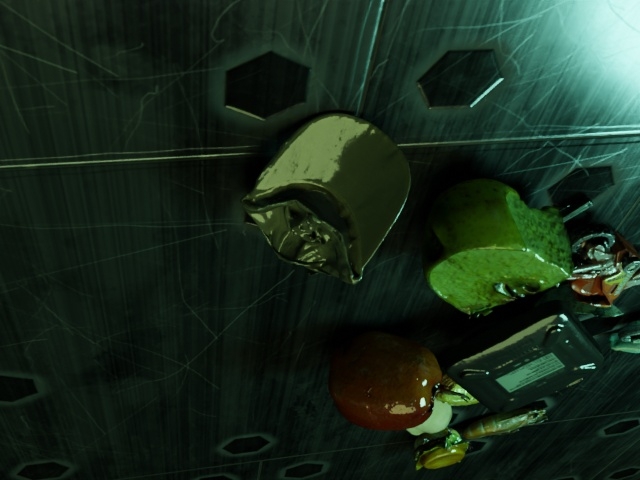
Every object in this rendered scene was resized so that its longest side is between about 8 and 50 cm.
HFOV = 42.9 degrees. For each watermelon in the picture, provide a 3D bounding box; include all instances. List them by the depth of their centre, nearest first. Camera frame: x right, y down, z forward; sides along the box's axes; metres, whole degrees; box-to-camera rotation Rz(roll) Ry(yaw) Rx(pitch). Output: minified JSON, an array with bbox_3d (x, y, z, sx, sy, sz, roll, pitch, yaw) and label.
[{"bbox_3d":[0.550,0.131,1.747,0.180,0.081,0.094,6,162,1],"label":"watermelon"}]

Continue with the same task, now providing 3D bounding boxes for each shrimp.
[{"bbox_3d":[0.528,0.531,2.345,0.249,0.067,0.150,-18,159,18],"label":"shrimp"}]

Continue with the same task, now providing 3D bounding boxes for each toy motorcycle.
[{"bbox_3d":[0.548,0.055,1.606,0.171,0.089,0.298,-33,141,30],"label":"toy motorcycle"},{"bbox_3d":[0.846,0.220,1.955,0.297,0.109,0.198,-2,158,-4],"label":"toy motorcycle"}]

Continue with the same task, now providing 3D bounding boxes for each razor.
[{"bbox_3d":[0.413,-0.023,1.497,0.190,0.033,0.066,-32,143,26],"label":"razor"}]

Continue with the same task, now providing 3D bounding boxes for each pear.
[{"bbox_3d":[0.260,0.003,1.382,0.256,0.163,0.238,23,143,-35],"label":"pear"}]

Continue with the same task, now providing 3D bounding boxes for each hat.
[{"bbox_3d":[0.014,-0.063,1.234,0.214,0.149,0.244,38,91,-6],"label":"hat"}]

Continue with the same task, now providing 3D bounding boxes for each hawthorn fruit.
[{"bbox_3d":[0.166,0.301,1.716,0.299,0.211,0.211,5,152,21],"label":"hawthorn fruit"}]

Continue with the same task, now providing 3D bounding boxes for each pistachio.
[{"bbox_3d":[0.246,0.404,2.019,0.200,0.117,0.145,39,86,-38],"label":"pistachio"}]

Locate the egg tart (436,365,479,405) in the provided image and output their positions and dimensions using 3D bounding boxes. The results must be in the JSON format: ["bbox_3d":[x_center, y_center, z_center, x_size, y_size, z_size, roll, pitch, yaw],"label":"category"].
[{"bbox_3d":[0.362,0.323,1.947,0.213,0.090,0.212,-8,147,-6],"label":"egg tart"}]

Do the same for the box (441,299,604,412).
[{"bbox_3d":[0.443,0.259,1.769,0.290,0.073,0.289,-30,135,19],"label":"box"}]

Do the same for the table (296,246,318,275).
[{"bbox_3d":[0.000,0.000,1.352,0.083,0.082,0.070,-16,147,5],"label":"table"}]

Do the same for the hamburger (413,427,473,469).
[{"bbox_3d":[0.342,0.591,2.341,0.164,0.093,0.189,-1,147,-20],"label":"hamburger"}]
